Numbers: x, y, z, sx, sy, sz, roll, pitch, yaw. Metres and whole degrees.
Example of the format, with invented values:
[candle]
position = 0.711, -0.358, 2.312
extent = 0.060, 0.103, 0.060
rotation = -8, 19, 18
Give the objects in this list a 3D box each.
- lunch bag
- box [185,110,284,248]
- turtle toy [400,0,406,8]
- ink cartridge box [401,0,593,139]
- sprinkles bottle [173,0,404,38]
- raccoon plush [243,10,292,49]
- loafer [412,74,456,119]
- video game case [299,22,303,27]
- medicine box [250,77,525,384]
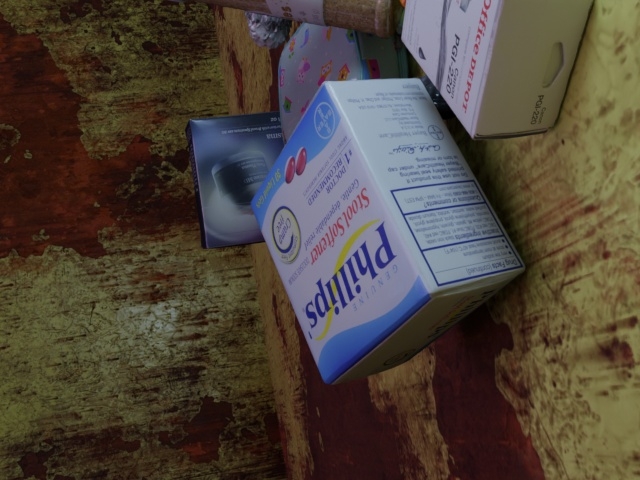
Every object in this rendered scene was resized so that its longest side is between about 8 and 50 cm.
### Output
[lunch bag]
position = 0.031, -0.271, 1.175
extent = 0.279, 0.108, 0.223
rotation = -32, 58, 57
[box]
position = -0.145, -0.141, 1.738
extent = 0.183, 0.297, 0.293
rotation = -175, 77, -77
[turtle toy]
position = 0.132, -0.314, 0.901
extent = 0.130, 0.066, 0.095
rotation = -125, 30, -65
[ink cartridge box]
position = 0.165, -0.226, 0.751
extent = 0.217, 0.092, 0.158
rotation = -113, 20, -46
[sprinkles bottle]
position = -0.063, -0.364, 1.013
extent = 0.121, 0.356, 0.121
rotation = 13, -90, -79
[raccoon plush]
position = 0.011, -0.451, 1.093
extent = 0.299, 0.216, 0.446
rotation = -119, 21, -46
[loafer]
position = 0.134, -0.189, 1.004
extent = 0.170, 0.062, 0.061
rotation = -177, 88, -68
[video game case]
position = -0.017, -0.303, 1.466
extent = 0.248, 0.035, 0.274
rotation = -77, -11, -59
[medicine box]
position = 0.065, -0.009, 0.934
extent = 0.263, 0.149, 0.289
rotation = -51, 55, 49
